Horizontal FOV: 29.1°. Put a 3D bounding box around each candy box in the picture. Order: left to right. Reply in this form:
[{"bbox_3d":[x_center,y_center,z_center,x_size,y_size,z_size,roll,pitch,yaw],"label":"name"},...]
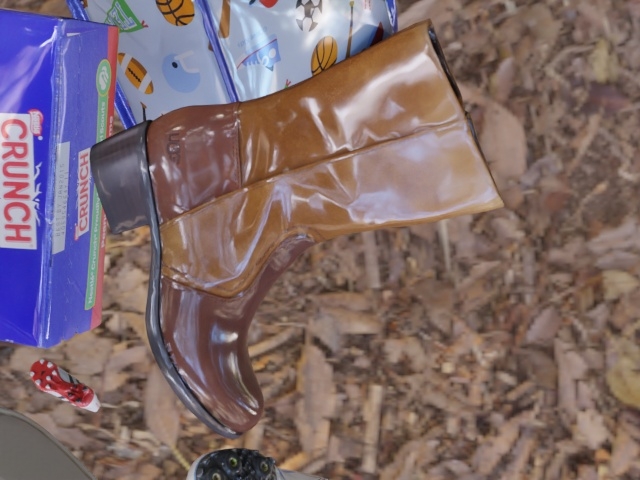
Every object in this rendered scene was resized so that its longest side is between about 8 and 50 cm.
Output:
[{"bbox_3d":[-0.340,-0.070,1.038,0.122,0.317,0.268,-29,127,-71],"label":"candy box"}]

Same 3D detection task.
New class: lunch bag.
[{"bbox_3d":[-0.063,-0.213,1.395,0.328,0.239,0.385,-47,136,-35],"label":"lunch bag"}]

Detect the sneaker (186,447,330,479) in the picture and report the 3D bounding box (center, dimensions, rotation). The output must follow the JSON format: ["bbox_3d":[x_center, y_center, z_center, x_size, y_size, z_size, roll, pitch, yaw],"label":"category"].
[{"bbox_3d":[-0.053,0.240,1.102,0.237,0.086,0.085,34,49,-54],"label":"sneaker"}]

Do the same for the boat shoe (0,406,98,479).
[{"bbox_3d":[-0.127,0.249,0.773,0.335,0.095,0.112,45,23,6],"label":"boat shoe"}]

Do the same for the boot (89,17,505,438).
[{"bbox_3d":[0.000,0.000,0.930,0.280,0.096,0.264,-17,96,10],"label":"boot"}]

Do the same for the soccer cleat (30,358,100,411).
[{"bbox_3d":[-0.247,0.142,1.191,0.029,0.083,0.035,-58,150,-18],"label":"soccer cleat"}]
